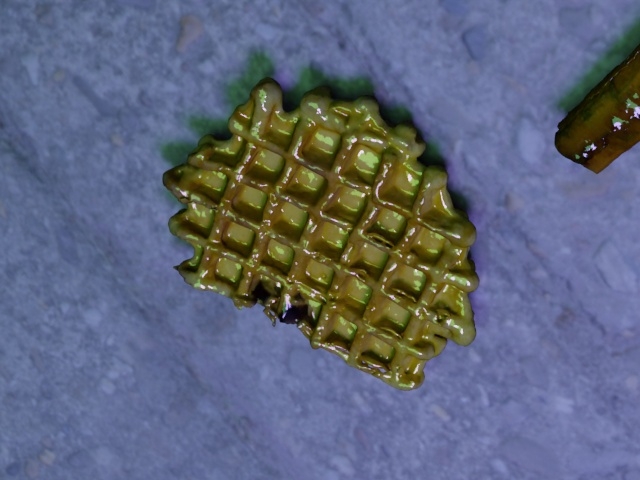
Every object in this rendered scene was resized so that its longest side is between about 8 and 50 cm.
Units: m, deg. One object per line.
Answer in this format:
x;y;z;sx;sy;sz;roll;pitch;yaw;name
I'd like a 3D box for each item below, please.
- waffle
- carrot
0.001;-0.001;1.487;0.283;0.065;0.309;-18;101;23;waffle
0.284;-0.151;1.319;0.070;0.070;0.260;44;121;-1;carrot
